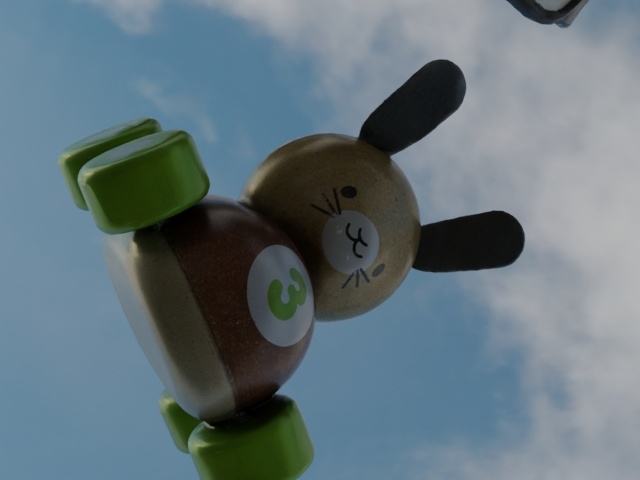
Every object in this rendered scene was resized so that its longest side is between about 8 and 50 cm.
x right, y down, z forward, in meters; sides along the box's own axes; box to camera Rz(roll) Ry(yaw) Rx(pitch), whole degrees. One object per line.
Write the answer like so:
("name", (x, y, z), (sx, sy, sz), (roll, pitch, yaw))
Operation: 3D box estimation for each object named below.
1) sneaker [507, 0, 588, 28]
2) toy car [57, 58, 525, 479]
("sneaker", (0.204, -0.226, 0.779), (0.447, 0.169, 0.257), (10, -65, -15))
("toy car", (0.000, 0.000, 0.704), (0.188, 0.149, 0.155), (-24, -76, -11))
